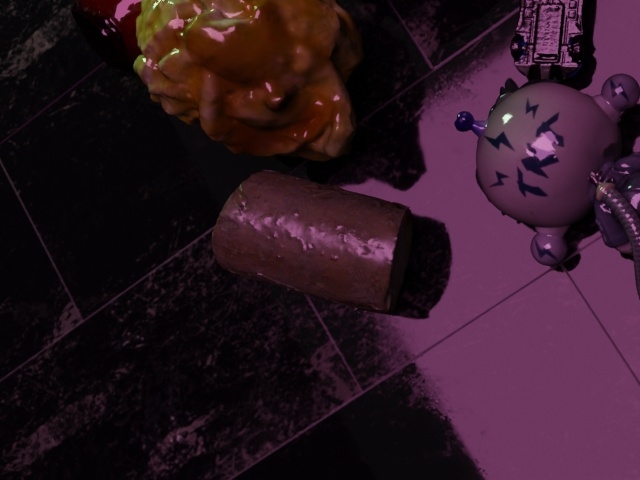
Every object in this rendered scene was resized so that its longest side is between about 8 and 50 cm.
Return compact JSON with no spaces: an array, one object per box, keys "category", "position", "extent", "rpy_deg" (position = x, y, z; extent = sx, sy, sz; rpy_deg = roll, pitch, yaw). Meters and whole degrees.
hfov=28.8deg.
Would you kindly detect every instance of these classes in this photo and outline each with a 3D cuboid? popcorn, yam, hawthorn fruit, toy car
[{"category":"popcorn","position":[-0.083,-0.254,1.706],"extent":[0.274,0.335,0.279],"rpy_deg":[-162,80,-66]},{"category":"yam","position":[0.000,0.000,1.732],"extent":[0.268,0.161,0.161],"rpy_deg":[15,89,22]},{"category":"hawthorn fruit","position":[-0.246,-0.361,1.838],"extent":[0.215,0.215,0.250],"rpy_deg":[35,97,20]},{"category":"toy car","position":[0.318,-0.320,1.698],"extent":[0.103,0.063,0.216],"rpy_deg":[4,84,20]}]

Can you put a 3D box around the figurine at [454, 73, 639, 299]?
[{"category":"figurine","position":[0.359,-0.081,1.596],"extent":[0.382,0.186,0.261],"rpy_deg":[29,89,25]}]
